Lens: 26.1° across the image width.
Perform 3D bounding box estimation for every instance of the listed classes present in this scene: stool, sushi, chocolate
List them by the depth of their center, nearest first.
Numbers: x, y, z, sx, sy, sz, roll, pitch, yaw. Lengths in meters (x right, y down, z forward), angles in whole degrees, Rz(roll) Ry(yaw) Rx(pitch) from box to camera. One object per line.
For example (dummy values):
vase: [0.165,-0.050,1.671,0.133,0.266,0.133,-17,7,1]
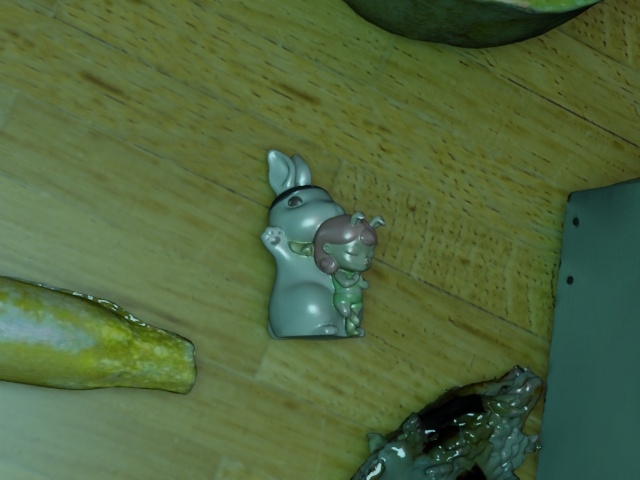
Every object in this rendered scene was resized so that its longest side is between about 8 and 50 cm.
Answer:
chocolate: [-0.194,0.070,0.974,0.219,0.085,0.086,15,79,-19]
sushi: [0.090,0.167,1.036,0.226,0.103,0.097,-44,99,-25]
stool: [0.323,0.100,1.067,0.243,0.170,0.270,12,81,-25]

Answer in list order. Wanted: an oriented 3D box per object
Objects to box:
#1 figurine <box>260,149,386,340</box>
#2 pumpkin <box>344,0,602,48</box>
figurine: [0.006,0.002,1.040,0.098,0.081,0.146,-1,81,19]
pumpkin: [0.118,-0.295,1.066,0.332,0.199,0.332,5,74,-18]
